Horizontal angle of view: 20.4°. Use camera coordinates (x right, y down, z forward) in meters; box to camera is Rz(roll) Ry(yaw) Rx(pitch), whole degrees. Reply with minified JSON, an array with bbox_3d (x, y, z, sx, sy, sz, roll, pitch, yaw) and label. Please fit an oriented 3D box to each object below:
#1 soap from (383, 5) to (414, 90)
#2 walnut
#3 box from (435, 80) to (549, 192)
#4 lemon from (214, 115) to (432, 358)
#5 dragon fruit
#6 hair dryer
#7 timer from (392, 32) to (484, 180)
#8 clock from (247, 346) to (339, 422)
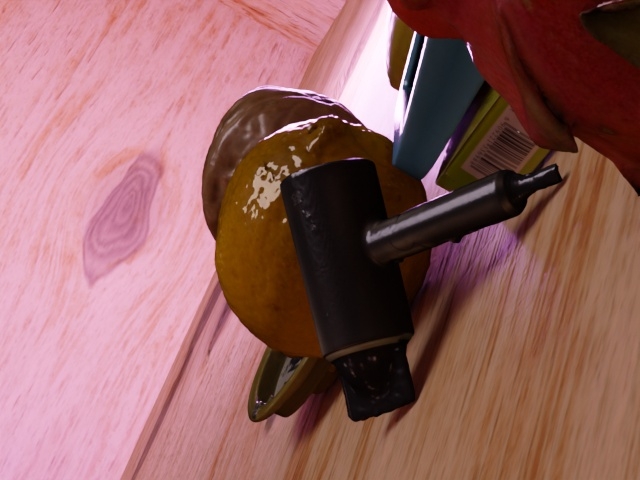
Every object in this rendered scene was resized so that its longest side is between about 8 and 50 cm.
[{"bbox_3d":[0.167,-0.372,2.046,0.306,0.115,0.427,-77,6,-60],"label":"soap"},{"bbox_3d":[-0.037,-0.062,2.025,0.228,0.228,0.228,-60,7,12],"label":"walnut"},{"bbox_3d":[0.182,-0.165,1.415,0.175,0.062,0.260,-55,9,46],"label":"box"},{"bbox_3d":[0.000,0.000,1.535,0.188,0.188,0.257,-70,-8,-51],"label":"lemon"},{"bbox_3d":[0.166,-0.196,0.985,0.305,0.225,0.305,-60,4,7],"label":"dragon fruit"},{"bbox_3d":[0.086,0.013,1.323,0.248,0.078,0.196,-24,75,42],"label":"hair dryer"},{"bbox_3d":[0.108,-0.189,1.446,0.232,0.091,0.250,-84,19,-73],"label":"timer"},{"bbox_3d":[0.005,0.085,1.754,0.237,0.057,0.237,-59,9,15],"label":"clock"}]
